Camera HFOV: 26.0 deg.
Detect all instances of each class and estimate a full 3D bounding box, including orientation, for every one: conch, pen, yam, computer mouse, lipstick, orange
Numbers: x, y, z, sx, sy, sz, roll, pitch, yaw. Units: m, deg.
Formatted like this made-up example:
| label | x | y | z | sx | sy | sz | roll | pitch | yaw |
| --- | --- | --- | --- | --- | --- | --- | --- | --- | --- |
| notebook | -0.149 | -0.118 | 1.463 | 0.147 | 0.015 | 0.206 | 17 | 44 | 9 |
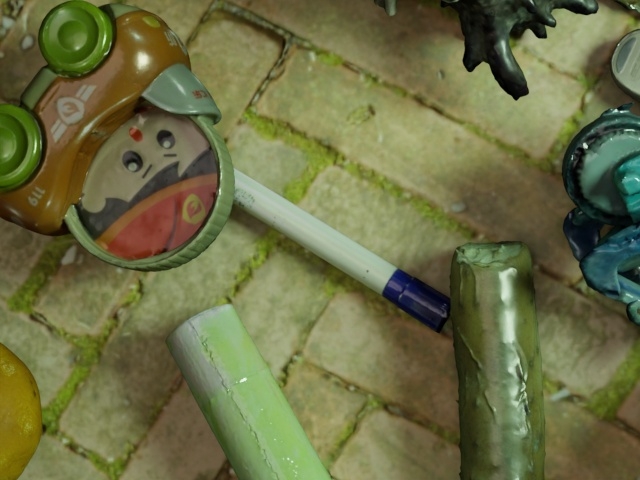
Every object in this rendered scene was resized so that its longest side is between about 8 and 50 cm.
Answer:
| label | x | y | z | sx | sy | sz | roll | pitch | yaw |
| --- | --- | --- | --- | --- | --- | --- | --- | --- | --- |
| conch | 0.090 | -0.262 | 1.145 | 0.313 | 0.240 | 0.186 | 39 | 67 | -8 |
| pen | 0.000 | 0.000 | 1.229 | 0.269 | 0.033 | 0.033 | 31 | 94 | 13 |
| yam | 0.151 | 0.186 | 1.163 | 0.083 | 0.083 | 0.372 | -3 | 88 | 13 |
| computer mouse | 0.293 | -0.141 | 1.168 | 0.096 | 0.039 | 0.066 | 26 | 92 | 25 |
| lipstick | -0.034 | 0.202 | 1.205 | 0.076 | 0.076 | 0.304 | -32 | 79 | 9 |
| orange | -0.327 | 0.159 | 1.244 | 0.154 | 0.134 | 0.155 | -1 | 81 | 7 |

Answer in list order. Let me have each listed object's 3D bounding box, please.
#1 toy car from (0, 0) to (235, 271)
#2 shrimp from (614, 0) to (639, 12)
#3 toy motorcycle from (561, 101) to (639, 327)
| label | x | y | z | sx | sy | sz | roll | pitch | yaw |
| --- | --- | --- | --- | --- | --- | --- | --- | --- | --- |
| toy car | -0.170 | -0.078 | 1.216 | 0.235 | 0.145 | 0.235 | -1 | 86 | 11 |
| shrimp | 0.375 | -0.310 | 1.137 | 0.365 | 0.071 | 0.233 | -19 | 100 | 14 |
| toy motorcycle | 0.328 | -0.027 | 1.108 | 0.260 | 0.154 | 0.206 | -14 | 106 | 6 |
